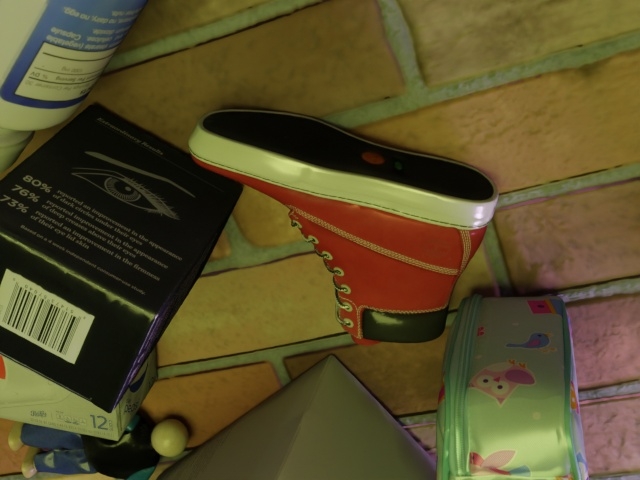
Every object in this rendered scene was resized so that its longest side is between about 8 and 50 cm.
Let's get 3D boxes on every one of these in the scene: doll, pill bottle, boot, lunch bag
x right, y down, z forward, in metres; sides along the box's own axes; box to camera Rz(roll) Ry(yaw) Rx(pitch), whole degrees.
[{"bbox_3d":[-0.223,0.204,0.949,0.188,0.046,0.129,-5,118,17],"label":"doll"},{"bbox_3d":[-0.215,-0.178,0.674,0.152,0.152,0.272,38,121,-8],"label":"pill bottle"},{"bbox_3d":[0.000,0.000,0.758,0.244,0.088,0.176,18,123,0],"label":"boot"},{"bbox_3d":[0.153,0.194,0.748,0.107,0.224,0.279,-1,113,11],"label":"lunch bag"}]

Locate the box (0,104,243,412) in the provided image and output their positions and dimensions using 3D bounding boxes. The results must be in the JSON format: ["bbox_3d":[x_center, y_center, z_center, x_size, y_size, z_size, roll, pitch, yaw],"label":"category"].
[{"bbox_3d":[-0.172,0.005,0.732,0.153,0.207,0.108,29,122,-1],"label":"box"}]

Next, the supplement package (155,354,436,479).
[{"bbox_3d":[-0.039,0.285,0.853,0.262,0.199,0.198,-38,101,28],"label":"supplement package"}]

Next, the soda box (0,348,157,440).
[{"bbox_3d":[-0.306,0.102,0.885,0.286,0.098,0.091,9,120,10],"label":"soda box"}]
